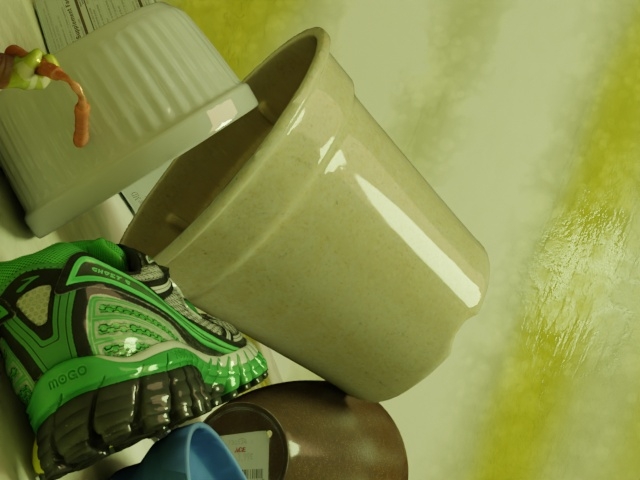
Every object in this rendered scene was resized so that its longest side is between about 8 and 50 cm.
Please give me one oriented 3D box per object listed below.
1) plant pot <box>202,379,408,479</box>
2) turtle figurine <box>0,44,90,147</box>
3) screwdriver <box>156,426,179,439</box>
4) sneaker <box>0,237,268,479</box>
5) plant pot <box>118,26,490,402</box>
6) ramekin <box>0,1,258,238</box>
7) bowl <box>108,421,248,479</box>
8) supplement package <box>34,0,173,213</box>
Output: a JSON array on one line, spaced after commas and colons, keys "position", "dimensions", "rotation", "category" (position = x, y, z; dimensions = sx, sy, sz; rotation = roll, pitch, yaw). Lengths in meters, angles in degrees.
[{"position": [-0.039, 0.240, 1.070], "dimensions": [0.215, 0.215, 0.230], "rotation": [67, 12, 23], "category": "plant pot"}, {"position": [-0.238, -0.150, 0.592], "dimensions": [0.217, 0.087, 0.269], "rotation": [59, 5, 16], "category": "turtle figurine"}, {"position": [-0.158, 0.140, 0.882], "dimensions": [0.170, 0.025, 0.024], "rotation": [70, -3, -54], "category": "screwdriver"}, {"position": [-0.127, 0.064, 0.715], "dimensions": [0.343, 0.134, 0.146], "rotation": [74, -7, -84], "category": "sneaker"}, {"position": [0.000, 0.000, 1.074], "dimensions": [0.305, 0.334, 0.334], "rotation": [40, 8, -19], "category": "plant pot"}, {"position": [-0.165, -0.100, 0.797], "dimensions": [0.109, 0.207, 0.207], "rotation": [58, 0, -9], "category": "ramekin"}, {"position": [-0.051, 0.322, 0.708], "dimensions": [0.391, 0.077, 0.391], "rotation": [158, -90, -89], "category": "bowl"}, {"position": [-0.239, -0.188, 1.325], "dimensions": [0.262, 0.145, 0.204], "rotation": [68, -2, -60], "category": "supplement package"}]
